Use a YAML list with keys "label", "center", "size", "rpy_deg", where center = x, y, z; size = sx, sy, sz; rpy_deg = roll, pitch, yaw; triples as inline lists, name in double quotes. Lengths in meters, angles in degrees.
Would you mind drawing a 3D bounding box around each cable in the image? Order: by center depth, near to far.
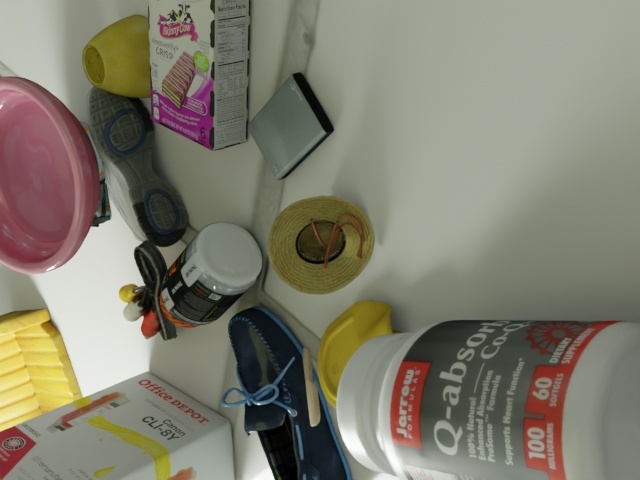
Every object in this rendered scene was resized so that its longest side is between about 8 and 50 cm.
- label: "cable"
  center: [-0.303, 0.104, 1.511]
  size: [0.139, 0.072, 0.287]
  rpy_deg: [55, 158, 10]

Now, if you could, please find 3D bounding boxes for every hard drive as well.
- label: "hard drive"
  center: [-0.043, -0.156, 1.189]
  size: [0.135, 0.022, 0.094]
  rpy_deg: [-39, 77, 49]

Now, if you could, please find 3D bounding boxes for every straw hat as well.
- label: "straw hat"
  center: [0.000, 0.000, 1.175]
  size: [0.061, 0.144, 0.145]
  rpy_deg: [-102, 1, -76]

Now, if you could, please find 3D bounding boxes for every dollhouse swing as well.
- label: "dollhouse swing"
  center: [-0.776, 0.376, 2.026]
  size: [0.315, 0.305, 0.347]
  rpy_deg: [-9, 100, 49]

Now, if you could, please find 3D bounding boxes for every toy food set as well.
- label: "toy food set"
  center: [0.059, 0.168, 1.199]
  size: [0.218, 0.071, 0.128]
  rpy_deg: [-42, 51, 46]

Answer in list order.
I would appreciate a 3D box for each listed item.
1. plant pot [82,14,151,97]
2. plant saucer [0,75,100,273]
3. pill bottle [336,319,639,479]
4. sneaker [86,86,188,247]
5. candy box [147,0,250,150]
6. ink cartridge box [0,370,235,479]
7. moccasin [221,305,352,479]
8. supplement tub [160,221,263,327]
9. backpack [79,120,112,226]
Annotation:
- label: "plant pot"
  center: [-0.323, -0.287, 1.382]
  size: [0.134, 0.095, 0.134]
  rpy_deg: [23, 124, 40]
- label: "plant saucer"
  center: [-0.490, -0.111, 1.461]
  size: [0.332, 0.084, 0.332]
  rpy_deg: [9, 107, 33]
- label: "pill bottle"
  center: [0.195, 0.191, 0.934]
  size: [0.362, 0.210, 0.210]
  rpy_deg: [-7, 102, 52]
- label: "sneaker"
  center: [-0.334, -0.122, 1.466]
  size: [0.129, 0.111, 0.297]
  rpy_deg: [-13, 97, 55]
- label: "candy box"
  center: [-0.178, -0.267, 1.251]
  size: [0.159, 0.071, 0.234]
  rpy_deg: [28, 126, 38]
- label: "ink cartridge box"
  center: [-0.386, 0.409, 1.548]
  size: [0.279, 0.384, 0.161]
  rpy_deg: [19, 118, 42]
- label: "moccasin"
  center: [-0.060, 0.267, 1.327]
  size: [0.137, 0.116, 0.342]
  rpy_deg: [-35, 80, 49]
- label: "supplement tub"
  center: [-0.180, 0.061, 1.366]
  size: [0.117, 0.117, 0.190]
  rpy_deg: [59, 139, 11]
- label: "backpack"
  center: [-0.476, -0.126, 1.591]
  size: [0.165, 0.144, 0.189]
  rpy_deg: [22, 112, 39]
